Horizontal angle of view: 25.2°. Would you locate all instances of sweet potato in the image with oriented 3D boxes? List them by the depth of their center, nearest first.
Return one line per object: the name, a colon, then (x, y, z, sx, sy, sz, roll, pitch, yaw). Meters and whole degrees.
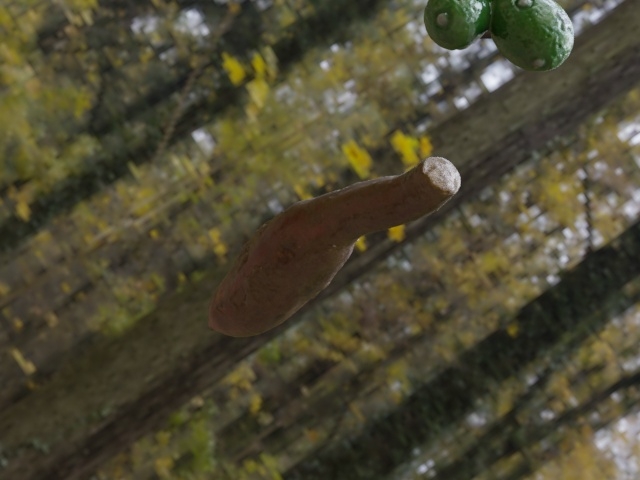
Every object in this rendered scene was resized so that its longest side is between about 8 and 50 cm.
sweet potato: (0.000, 0.000, 1.613, 0.385, 0.109, 0.109, -37, -95, 34)

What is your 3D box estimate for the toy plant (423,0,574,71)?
toy plant: (0.255, -0.348, 2.090, 0.175, 0.218, 0.235, 103, -10, -51)
